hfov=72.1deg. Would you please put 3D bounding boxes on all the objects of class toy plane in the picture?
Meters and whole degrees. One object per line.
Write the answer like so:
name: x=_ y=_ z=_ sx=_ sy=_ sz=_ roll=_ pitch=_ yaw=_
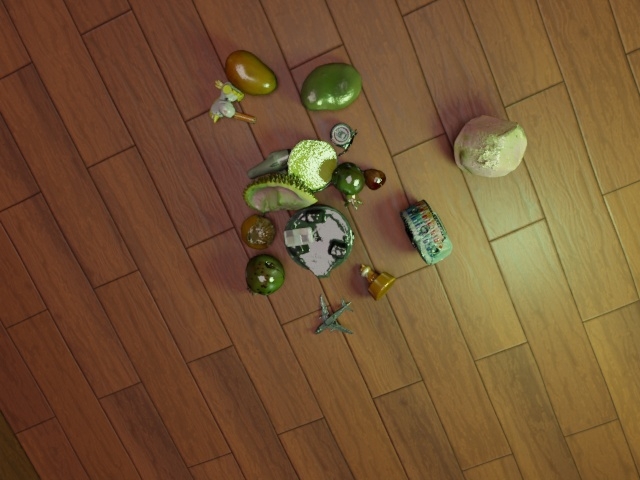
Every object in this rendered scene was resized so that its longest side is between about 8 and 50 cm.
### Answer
toy plane: x=0.051 y=0.353 z=1.982 sx=0.226 sy=0.058 sz=0.226 roll=-43 pitch=79 yaw=9

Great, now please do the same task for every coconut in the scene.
coconut: x=0.648 y=-0.371 z=1.733 sx=0.233 sy=0.245 sz=0.233 roll=-16 pitch=119 yaw=-32

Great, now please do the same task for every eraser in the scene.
eraser: x=-0.083 y=-0.015 z=1.666 sx=0.105 sy=0.026 sz=0.065 roll=-6 pitch=100 yaw=12

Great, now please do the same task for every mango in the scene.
mango: x=-0.286 y=-0.672 z=1.790 sx=0.221 sy=0.120 sz=0.152 roll=37 pitch=88 yaw=-13

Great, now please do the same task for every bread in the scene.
bread: x=-0.034 y=-0.316 z=1.846 sx=0.228 sy=0.033 sz=0.229 roll=-6 pitch=109 yaw=-18

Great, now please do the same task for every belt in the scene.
belt: x=0.439 y=-0.032 z=1.815 sx=0.150 sy=0.207 sz=0.258 roll=-28 pitch=89 yaw=10

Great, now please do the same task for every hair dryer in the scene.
hair dryer: x=-0.203 y=-0.275 z=1.892 sx=0.218 sy=0.088 sz=0.225 roll=-2 pitch=115 yaw=11

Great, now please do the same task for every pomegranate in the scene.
pomegranate: x=-0.252 y=0.152 z=1.926 sx=0.179 sy=0.210 sz=0.179 roll=6 pitch=78 yaw=-27
pomegranate: x=0.119 y=-0.228 z=1.840 sx=0.131 sy=0.152 sz=0.191 roll=-12 pitch=120 yaw=-2

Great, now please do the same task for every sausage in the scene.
sausage: x=-0.329 y=-0.523 z=1.866 sx=0.107 sy=0.031 sz=0.031 roll=15 pitch=101 yaw=0

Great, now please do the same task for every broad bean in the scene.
broad bean: x=0.038 y=-0.623 z=1.795 sx=0.263 sy=0.121 sz=0.189 roll=-20 pitch=94 yaw=-8

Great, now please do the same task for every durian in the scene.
durian: x=-0.184 y=-0.186 z=1.783 sx=0.351 sy=0.158 sz=0.169 roll=-7 pitch=99 yaw=41

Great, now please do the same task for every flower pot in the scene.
flower pot: x=0.000 y=0.000 z=1.810 sx=0.298 sy=0.283 sz=0.299 roll=0 pitch=99 yaw=3

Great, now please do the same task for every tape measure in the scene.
tape measure: x=0.084 y=-0.418 z=1.792 sx=0.107 sy=0.180 sz=0.104 roll=28 pitch=117 yaw=-2

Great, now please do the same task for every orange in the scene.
orange: x=-0.270 y=-0.033 z=1.899 sx=0.156 sy=0.134 sz=0.157 roll=3 pitch=112 yaw=8

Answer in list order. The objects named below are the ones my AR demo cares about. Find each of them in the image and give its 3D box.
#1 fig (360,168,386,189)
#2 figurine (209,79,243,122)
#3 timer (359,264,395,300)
fig: x=0.215 y=-0.274 z=1.858 sx=0.089 sy=0.089 sz=0.125 roll=-47 pitch=71 yaw=10
figurine: x=-0.403 y=-0.575 z=1.841 sx=0.129 sy=0.109 sz=0.178 roll=26 pitch=102 yaw=26
timer: x=0.230 y=0.166 z=1.921 sx=0.152 sy=0.132 sz=0.132 roll=42 pitch=101 yaw=19
